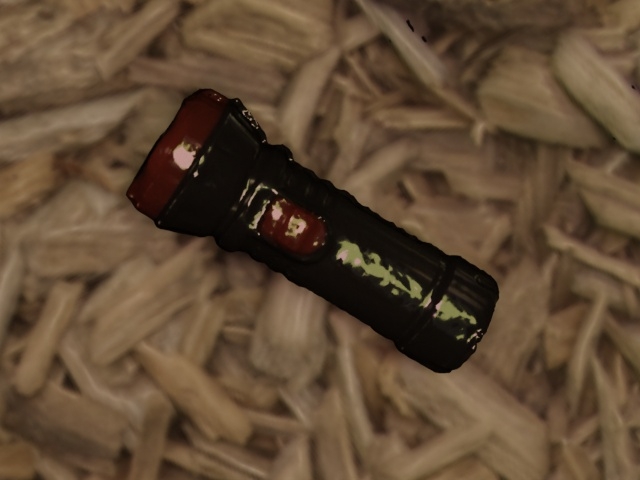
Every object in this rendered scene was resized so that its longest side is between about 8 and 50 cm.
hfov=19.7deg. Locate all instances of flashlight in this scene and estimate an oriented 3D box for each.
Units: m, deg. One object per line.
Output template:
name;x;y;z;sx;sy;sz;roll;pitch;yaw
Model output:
flashlight;0.000;0.000;1.121;0.232;0.093;0.093;32;85;-6
